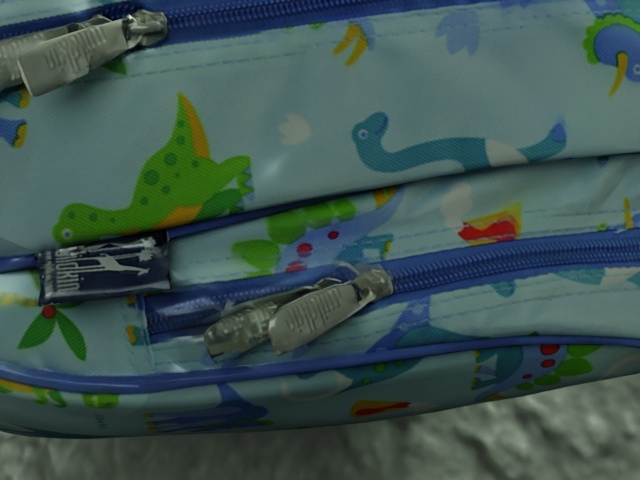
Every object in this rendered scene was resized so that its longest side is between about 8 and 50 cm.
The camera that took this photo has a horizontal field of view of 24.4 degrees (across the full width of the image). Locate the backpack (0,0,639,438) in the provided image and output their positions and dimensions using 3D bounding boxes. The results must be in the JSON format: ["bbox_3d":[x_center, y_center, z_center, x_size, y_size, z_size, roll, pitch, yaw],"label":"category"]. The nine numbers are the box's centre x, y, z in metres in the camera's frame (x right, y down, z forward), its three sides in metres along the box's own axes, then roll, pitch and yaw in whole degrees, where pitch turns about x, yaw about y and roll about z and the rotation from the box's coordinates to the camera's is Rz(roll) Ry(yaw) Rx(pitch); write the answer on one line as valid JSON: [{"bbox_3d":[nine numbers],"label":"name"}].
[{"bbox_3d":[-0.024,-0.038,0.536,0.355,0.290,0.273,-23,83,-9],"label":"backpack"}]
